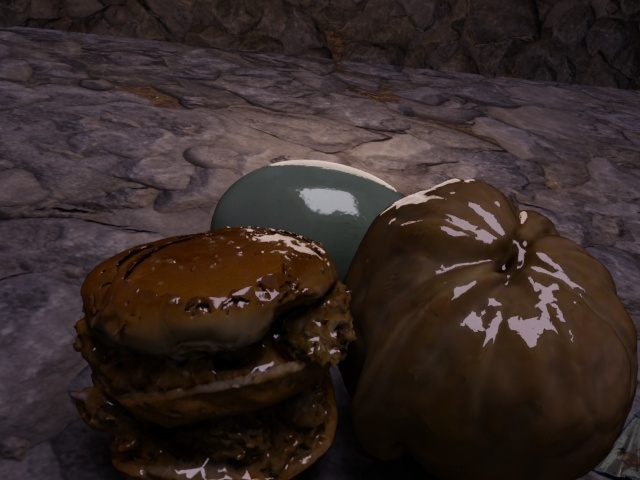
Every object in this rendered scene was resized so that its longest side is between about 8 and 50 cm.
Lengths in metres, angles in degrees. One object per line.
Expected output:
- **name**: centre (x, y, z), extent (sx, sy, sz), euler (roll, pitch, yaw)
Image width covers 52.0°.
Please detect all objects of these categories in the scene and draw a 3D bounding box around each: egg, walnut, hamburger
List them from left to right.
- **hamburger**: centre (-0.081, 0.096, 0.600), extent (0.260, 0.211, 0.245), euler (9, 26, 37)
- **egg**: centre (0.000, 0.000, 0.846), extent (0.283, 0.203, 0.203), euler (9, 28, -5)
- **walnut**: centre (0.148, 0.103, 0.638), extent (0.296, 0.285, 0.285), euler (38, 38, 28)

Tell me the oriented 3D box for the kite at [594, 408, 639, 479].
- **kite**: centre (0.456, 0.261, 0.726), extent (0.335, 0.011, 0.314), euler (8, 28, -2)
